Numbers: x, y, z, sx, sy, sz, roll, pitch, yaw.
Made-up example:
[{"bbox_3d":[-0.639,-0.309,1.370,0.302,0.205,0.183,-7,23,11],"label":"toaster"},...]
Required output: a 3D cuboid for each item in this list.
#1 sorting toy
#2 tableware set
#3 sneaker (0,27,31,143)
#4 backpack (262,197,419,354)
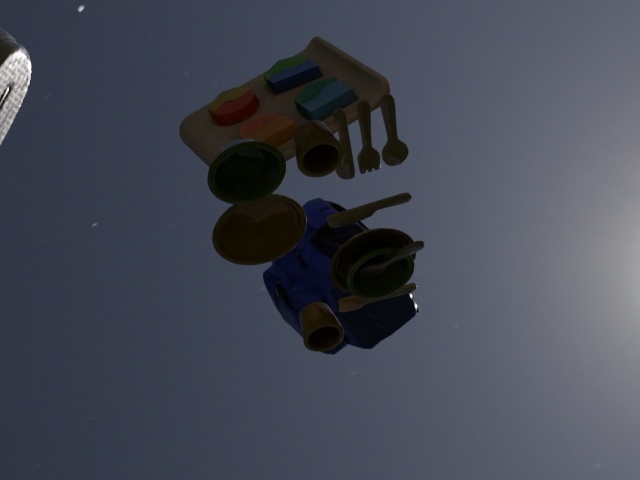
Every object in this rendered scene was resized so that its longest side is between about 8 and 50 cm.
[{"bbox_3d":[-0.048,-0.152,1.313,0.208,0.193,0.038,-35,-53,-9],"label":"sorting toy"},{"bbox_3d":[0.000,0.000,0.577,0.104,0.154,0.024,-16,-132,-6],"label":"tableware set"},{"bbox_3d":[-0.247,-0.007,0.593,0.091,0.094,0.258,26,-102,6],"label":"sneaker"},{"bbox_3d":[0.004,0.025,0.949,0.101,0.120,0.098,-31,-50,-12],"label":"backpack"}]
